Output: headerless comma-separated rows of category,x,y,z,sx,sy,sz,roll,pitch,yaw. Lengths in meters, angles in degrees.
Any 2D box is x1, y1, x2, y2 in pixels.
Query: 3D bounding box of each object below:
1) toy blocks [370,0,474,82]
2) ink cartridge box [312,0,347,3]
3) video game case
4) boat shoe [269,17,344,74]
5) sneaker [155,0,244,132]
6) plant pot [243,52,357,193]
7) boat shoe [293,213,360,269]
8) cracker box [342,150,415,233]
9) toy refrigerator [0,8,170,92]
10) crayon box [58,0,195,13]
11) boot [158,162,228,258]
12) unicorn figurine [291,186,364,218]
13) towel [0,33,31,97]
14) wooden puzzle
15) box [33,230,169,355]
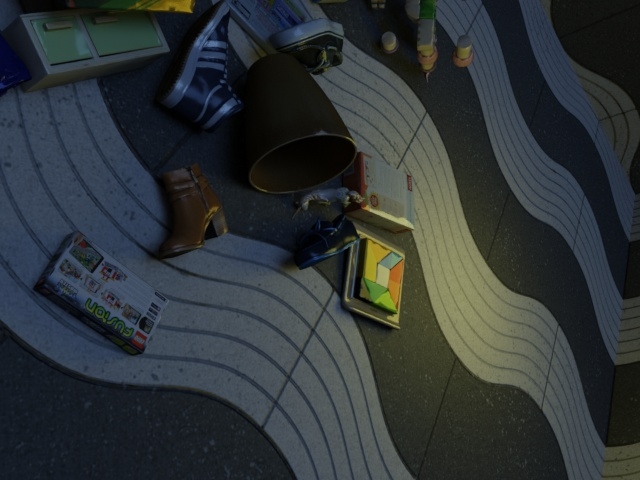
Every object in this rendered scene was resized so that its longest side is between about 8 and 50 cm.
toy blocks,0.313,-0.664,2.049,0.260,0.309,0.288,32,61,-79
ink cartridge box,0.056,-0.855,1.721,0.166,0.286,0.394,-27,98,-49
video game case,-0.130,-0.550,1.610,0.212,0.023,0.193,40,50,-32
boat shoe,-0.009,-0.459,1.611,0.335,0.121,0.119,-35,113,-61
sneaker,-0.217,-0.351,1.382,0.153,0.099,0.282,36,59,-30
plant pot,-0.070,-0.268,1.451,0.237,0.237,0.254,6,60,-48
boat shoe,0.000,0.000,1.536,0.089,0.109,0.258,64,24,-1
cracker box,0.155,-0.120,1.761,0.232,0.067,0.155,18,65,-44
toy refrigerator,-0.401,-0.345,1.174,0.270,0.094,0.102,-31,102,-49
crayon box,-0.361,-0.474,1.184,0.319,0.202,0.081,-20,136,-49
boot,-0.262,-0.056,1.259,0.197,0.073,0.152,-40,109,-60
unicorn figurine,0.014,-0.099,1.572,0.111,0.162,0.060,12,61,-76
towel,-0.596,-0.319,0.965,0.308,0.076,0.227,59,35,-16
wooden puzzle,0.144,0.088,1.697,0.221,0.044,0.238,26,59,-41
box,-0.359,0.090,1.122,0.207,0.036,0.114,45,48,-30
